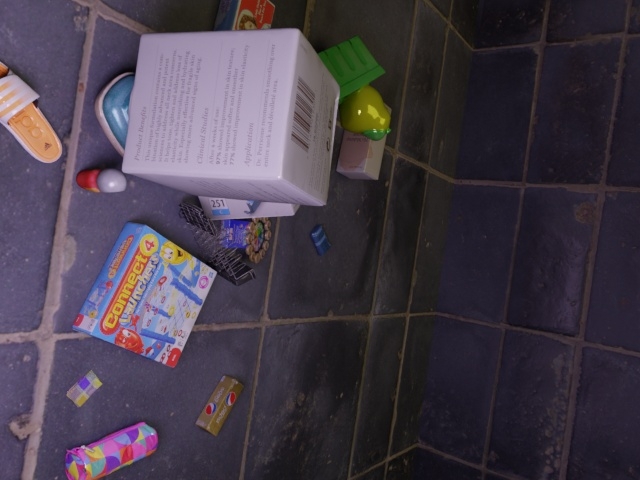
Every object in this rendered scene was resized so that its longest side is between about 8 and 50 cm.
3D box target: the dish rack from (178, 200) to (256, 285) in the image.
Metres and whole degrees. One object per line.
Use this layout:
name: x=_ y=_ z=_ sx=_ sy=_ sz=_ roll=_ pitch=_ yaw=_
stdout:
dish rack: x=-0.309 y=0.001 z=1.572 sx=0.074 sy=0.208 sz=0.271 roll=-38 pitch=126 yaw=-26

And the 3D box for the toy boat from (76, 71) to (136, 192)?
toy boat: x=-0.466 y=-0.239 z=1.338 sx=0.318 sy=0.148 sz=0.267 roll=-62 pitch=141 yaw=-27

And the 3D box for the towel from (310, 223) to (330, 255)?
towel: x=0.000 y=0.000 z=2.151 sx=0.067 sy=0.029 sz=0.119 roll=-52 pitch=135 yaw=-35

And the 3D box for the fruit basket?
fruit basket: x=0.086 y=-0.513 z=1.946 sx=0.392 sy=0.283 sz=0.392 roll=10 pitch=76 yaw=-46

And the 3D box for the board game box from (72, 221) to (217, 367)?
board game box: x=-0.463 y=0.155 z=1.474 sx=0.302 sy=0.086 sz=0.308 roll=43 pitch=62 yaw=-50

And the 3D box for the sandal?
sandal: x=-0.635 y=-0.279 z=1.152 sx=0.102 sy=0.076 sz=0.265 roll=-60 pitch=139 yaw=-29

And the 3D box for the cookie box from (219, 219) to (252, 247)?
cookie box: x=-0.274 y=-0.023 z=1.746 sx=0.107 sy=0.040 sz=0.092 roll=4 pitch=94 yaw=-56

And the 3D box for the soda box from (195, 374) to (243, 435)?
soda box: x=-0.329 y=0.538 z=1.764 sx=0.181 sy=0.058 sz=0.061 roll=-60 pitch=140 yaw=-27

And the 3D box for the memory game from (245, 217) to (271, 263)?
memory game: x=-0.208 y=-0.013 z=1.822 sx=0.186 sy=0.012 sz=0.186 roll=9 pitch=90 yaw=-72

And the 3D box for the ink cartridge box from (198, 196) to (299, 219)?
ink cartridge box: x=-0.230 y=-0.192 z=1.553 sx=0.066 sy=0.296 sz=0.261 roll=-59 pitch=141 yaw=-55

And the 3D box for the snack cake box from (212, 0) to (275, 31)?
snack cake box: x=-0.241 y=-0.626 z=1.634 sx=0.152 sy=0.089 sz=0.264 roll=20 pitch=80 yaw=-53

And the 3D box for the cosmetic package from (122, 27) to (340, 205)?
cosmetic package: x=-0.196 y=-0.278 z=1.290 sx=0.327 sy=0.393 sz=0.329 roll=18 pitch=79 yaw=-72

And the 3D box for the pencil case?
pencil case: x=-0.549 y=0.558 z=1.424 sx=0.236 sy=0.104 sz=0.104 roll=-6 pitch=101 yaw=-56

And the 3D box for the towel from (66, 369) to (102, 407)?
towel: x=-0.605 y=0.381 z=1.384 sx=0.083 sy=0.009 sz=0.060 roll=-49 pitch=133 yaw=-37

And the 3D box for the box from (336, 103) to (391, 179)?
box: x=0.180 y=-0.415 z=2.226 sx=0.121 sy=0.148 sz=0.311 roll=19 pitch=80 yaw=-54
